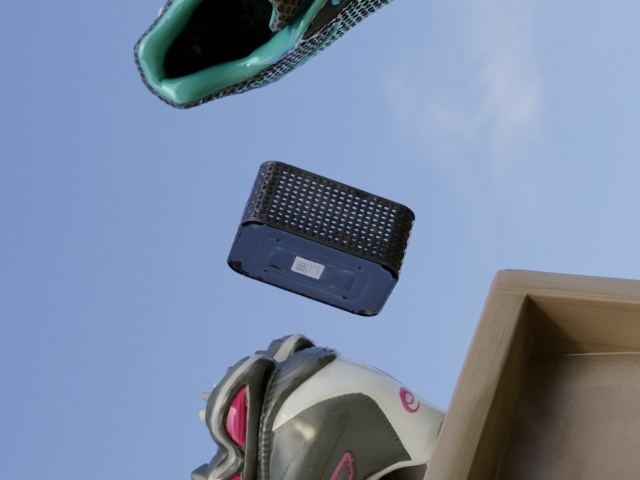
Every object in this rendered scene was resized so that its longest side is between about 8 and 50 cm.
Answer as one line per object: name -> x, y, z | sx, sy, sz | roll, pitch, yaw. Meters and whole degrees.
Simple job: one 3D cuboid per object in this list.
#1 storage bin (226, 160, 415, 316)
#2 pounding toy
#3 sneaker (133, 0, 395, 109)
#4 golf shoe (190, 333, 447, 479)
storage bin -> 0.000, 0.000, 1.883 | 0.122, 0.180, 0.084 | 115, 173, -58
pounding toy -> 0.117, 0.114, 0.470 | 0.206, 0.181, 0.094 | -65, -27, -47
sneaker -> 0.005, -0.092, 0.555 | 0.065, 0.166, 0.076 | 50, -154, -6
golf shoe -> 0.004, 0.183, 0.870 | 0.105, 0.120, 0.272 | -40, -44, -50
